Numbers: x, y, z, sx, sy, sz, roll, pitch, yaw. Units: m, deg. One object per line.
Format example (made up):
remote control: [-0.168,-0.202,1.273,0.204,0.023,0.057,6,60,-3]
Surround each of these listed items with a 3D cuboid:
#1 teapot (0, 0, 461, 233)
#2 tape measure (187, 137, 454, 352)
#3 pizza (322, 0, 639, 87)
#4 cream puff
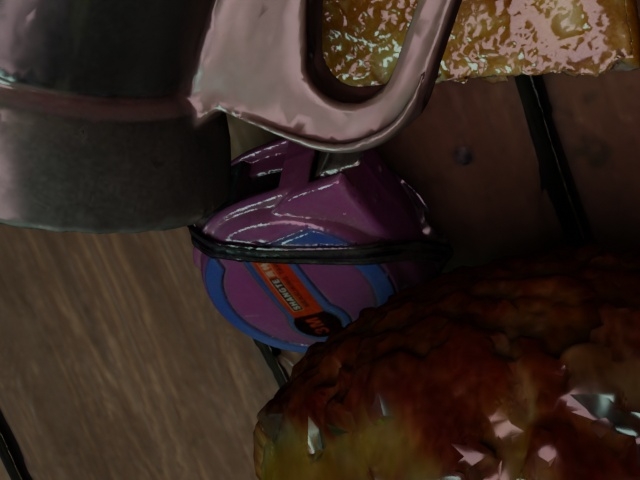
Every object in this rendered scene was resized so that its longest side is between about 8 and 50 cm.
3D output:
teapot: [-0.069,-0.189,0.525,0.300,0.253,0.344,21,114,10]
tape measure: [0.000,0.000,0.661,0.125,0.074,0.118,-14,133,28]
pizza: [0.040,-0.137,0.629,0.193,0.053,0.201,-28,97,19]
cream puff: [0.139,0.129,0.604,0.350,0.229,0.350,19,147,12]
